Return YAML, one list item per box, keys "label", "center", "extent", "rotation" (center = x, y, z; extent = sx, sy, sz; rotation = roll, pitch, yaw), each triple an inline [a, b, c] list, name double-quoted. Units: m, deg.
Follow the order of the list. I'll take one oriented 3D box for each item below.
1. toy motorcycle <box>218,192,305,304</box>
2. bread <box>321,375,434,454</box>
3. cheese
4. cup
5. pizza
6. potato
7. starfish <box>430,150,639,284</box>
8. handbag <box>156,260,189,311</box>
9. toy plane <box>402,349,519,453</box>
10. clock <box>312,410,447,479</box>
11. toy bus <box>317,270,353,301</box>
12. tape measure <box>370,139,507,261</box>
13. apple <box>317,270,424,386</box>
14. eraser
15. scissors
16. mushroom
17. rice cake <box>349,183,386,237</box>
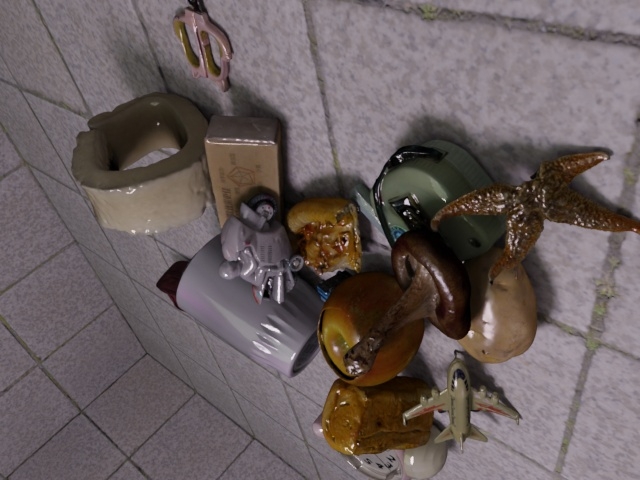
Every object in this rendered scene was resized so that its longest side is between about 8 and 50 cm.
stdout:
- label: "toy motorcycle"
  center: [-0.138, 0.031, 1.224]
  extent: [0.110, 0.171, 0.260]
  rotation: [39, 150, 49]
- label: "bread"
  center: [0.139, 0.387, 1.321]
  extent: [0.132, 0.166, 0.294]
  rotation: [-2, 170, 42]
- label: "cheese"
  center: [-0.380, -0.179, 1.273]
  extent: [0.153, 0.293, 0.332]
  rotation: [84, 163, -46]
- label: "cup"
  center: [-0.160, 0.160, 1.483]
  extent: [0.372, 0.253, 0.253]
  rotation: [33, 149, 17]
- label: "pizza"
  center: [0.000, 0.000, 1.207]
  extent: [0.182, 0.074, 0.365]
  rotation: [57, 157, -3]
- label: "potato"
  center: [0.283, 0.118, 0.957]
  extent: [0.161, 0.128, 0.234]
  rotation: [34, 144, 17]
- label: "starfish"
  center: [0.282, -0.029, 0.780]
  extent: [0.248, 0.050, 0.138]
  rotation: [-21, 105, 28]
- label: "handbag"
  center: [-0.436, 0.158, 1.950]
  extent: [0.225, 0.146, 0.135]
  rotation: [13, 143, 45]
- label: "toy plane"
  center: [0.292, 0.341, 1.223]
  extent: [0.242, 0.104, 0.256]
  rotation: [-3, 114, 11]
- label: "clock"
  center: [0.158, 0.523, 1.593]
  extent: [0.342, 0.184, 0.325]
  rotation: [37, 146, 6]
- label: "toy bus"
  center: [0.034, 0.102, 1.284]
  extent: [0.038, 0.083, 0.046]
  rotation: [38, 143, 39]
- label: "tape measure"
  center: [0.162, -0.045, 0.929]
  extent: [0.207, 0.115, 0.235]
  rotation: [47, 152, -6]
- label: "apple"
  center: [0.101, 0.186, 1.200]
  extent: [0.237, 0.207, 0.236]
  rotation: [33, 148, 24]
- label: "eraser"
  center: [-0.149, -0.112, 1.234]
  extent: [0.144, 0.078, 0.343]
  rotation: [4, 143, 1]
- label: "scissors"
  center: [-0.232, -0.422, 1.067]
  extent: [0.160, 0.024, 0.317]
  rotation: [31, 148, 27]
- label: "mushroom"
  center: [0.117, 0.112, 0.858]
  extent: [0.148, 0.218, 0.227]
  rotation: [39, 160, 44]
- label: "rice cake"
  center: [0.120, -0.031, 1.086]
  extent: [0.180, 0.030, 0.042]
  rotation: [47, 147, -2]
